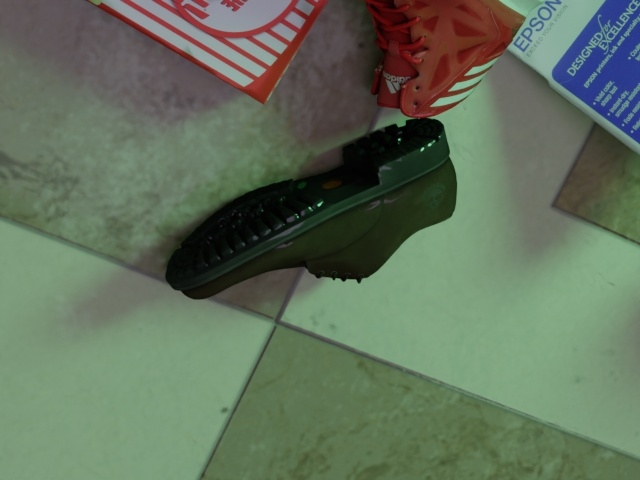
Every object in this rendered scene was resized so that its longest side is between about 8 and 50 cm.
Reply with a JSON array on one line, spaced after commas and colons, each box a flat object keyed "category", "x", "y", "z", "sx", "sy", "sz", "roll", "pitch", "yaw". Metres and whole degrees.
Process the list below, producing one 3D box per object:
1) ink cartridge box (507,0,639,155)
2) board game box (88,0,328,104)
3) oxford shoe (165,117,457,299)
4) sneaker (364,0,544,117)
[{"category": "ink cartridge box", "x": 0.275, "y": -0.163, "z": 1.068, "sx": 0.208, "sy": 0.045, "sz": 0.206, "roll": 38, "pitch": 94, "yaw": 2}, {"category": "board game box", "x": -0.083, "y": -0.203, "z": 0.967, "sx": 0.193, "sy": 0.045, "sz": 0.147, "roll": 28, "pitch": 98, "yaw": -23}, {"category": "oxford shoe", "x": 0.000, "y": 0.000, "z": 1.041, "sx": 0.227, "sy": 0.083, "sz": 0.096, "roll": -23, "pitch": 117, "yaw": -7}, {"category": "sneaker", "x": 0.058, "y": -0.147, "z": 0.977, "sx": 0.221, "sy": 0.087, "sz": 0.128, "roll": 13, "pitch": 110, "yaw": -44}]
